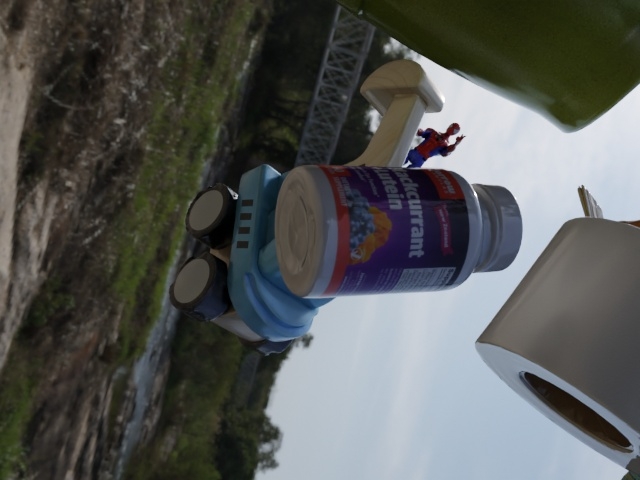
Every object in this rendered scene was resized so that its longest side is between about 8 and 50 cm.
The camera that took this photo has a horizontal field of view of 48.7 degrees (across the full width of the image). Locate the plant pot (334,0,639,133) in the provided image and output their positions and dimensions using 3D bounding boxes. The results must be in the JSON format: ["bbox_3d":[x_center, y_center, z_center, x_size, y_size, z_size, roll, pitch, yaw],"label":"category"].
[{"bbox_3d":[0.236,-0.320,0.797,0.366,0.353,0.366,-49,179,-1],"label":"plant pot"}]

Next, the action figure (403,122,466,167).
[{"bbox_3d":[0.205,-0.184,1.537,0.280,0.091,0.139,-37,171,-12],"label":"action figure"}]

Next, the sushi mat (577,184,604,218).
[{"bbox_3d":[0.543,0.055,1.336,0.019,0.151,0.316,-21,-123,30],"label":"sushi mat"}]

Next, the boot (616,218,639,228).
[{"bbox_3d":[0.781,0.023,1.672,0.211,0.295,0.104,-17,-120,46],"label":"boot"}]

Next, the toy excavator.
[{"bbox_3d":[0.005,-0.056,1.196,0.445,0.222,0.432,-18,-129,30],"label":"toy excavator"}]

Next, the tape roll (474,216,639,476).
[{"bbox_3d":[0.309,0.114,0.737,0.169,0.246,0.246,-51,180,-10],"label":"tape roll"}]

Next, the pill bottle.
[{"bbox_3d":[0.068,-0.009,0.597,0.108,0.194,0.108,178,-90,-67],"label":"pill bottle"}]

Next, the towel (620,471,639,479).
[{"bbox_3d":[0.443,0.385,0.952,0.370,0.272,0.040,-62,-144,26],"label":"towel"}]
